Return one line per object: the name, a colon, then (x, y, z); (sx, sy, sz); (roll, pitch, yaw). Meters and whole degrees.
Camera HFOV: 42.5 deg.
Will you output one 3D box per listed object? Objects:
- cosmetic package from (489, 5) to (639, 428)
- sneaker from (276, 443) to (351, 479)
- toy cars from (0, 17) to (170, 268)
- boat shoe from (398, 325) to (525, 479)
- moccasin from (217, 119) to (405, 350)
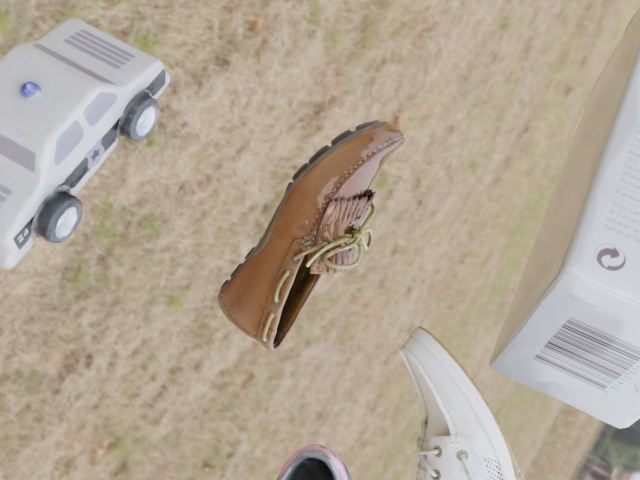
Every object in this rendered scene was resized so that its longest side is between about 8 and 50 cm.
cosmetic package: (0.349, -0.060, 0.872); (0.230, 0.162, 0.453); (102, 14, -60)
sneaker: (-0.051, 0.365, 0.873); (0.131, 0.112, 0.319); (83, 22, -56)
toy cars: (-0.283, -0.055, 0.523); (0.394, 0.176, 0.087); (-17, 155, -12)
boat shoe: (0.136, 0.221, 0.811); (0.096, 0.277, 0.098); (-28, 180, -5)
moccasin: (-0.001, 0.000, 1.126); (0.380, 0.147, 0.139); (-53, 163, 21)
